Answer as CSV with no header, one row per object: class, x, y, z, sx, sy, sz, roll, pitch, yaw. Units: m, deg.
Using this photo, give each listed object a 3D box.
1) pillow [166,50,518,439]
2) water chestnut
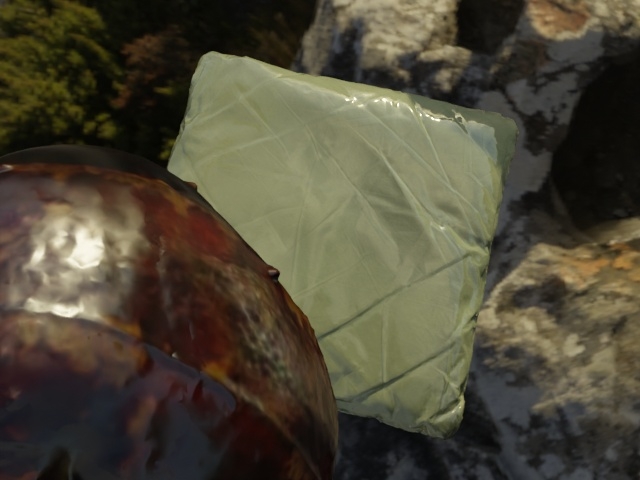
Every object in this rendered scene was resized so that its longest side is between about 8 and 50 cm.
pillow,-0.001,-0.001,0.870,0.281,0.076,0.274,12,76,6
water chestnut,-0.105,0.084,0.450,0.224,0.224,0.238,-34,41,29
